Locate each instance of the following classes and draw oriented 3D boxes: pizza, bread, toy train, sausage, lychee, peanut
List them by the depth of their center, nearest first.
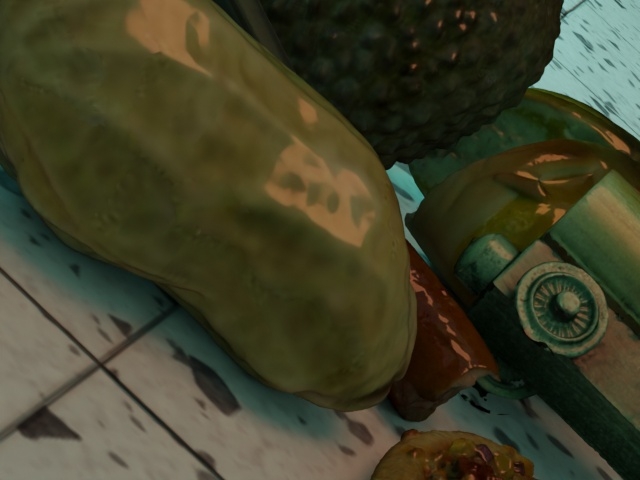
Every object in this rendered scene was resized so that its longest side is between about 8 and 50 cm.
[{"bbox_3d":[-0.067,-0.046,1.077,0.340,0.158,0.174,34,17,-22],"label":"peanut"},{"bbox_3d":[0.086,0.160,1.082,0.127,0.058,0.246,49,23,16],"label":"pizza"},{"bbox_3d":[0.001,-0.001,1.230,0.302,0.076,0.103,47,20,12],"label":"sausage"},{"bbox_3d":[0.231,0.093,1.303,0.307,0.126,0.189,45,54,5],"label":"toy train"},{"bbox_3d":[0.054,-0.173,1.425,0.255,0.274,0.255,21,-20,8],"label":"lychee"},{"bbox_3d":[0.213,-0.006,1.517,0.333,0.160,0.333,37,21,-17],"label":"bread"}]

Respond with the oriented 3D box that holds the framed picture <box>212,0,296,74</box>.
[{"bbox_3d":[-0.111,-0.225,1.279,0.289,0.016,0.213,63,-13,-19],"label":"framed picture"}]
